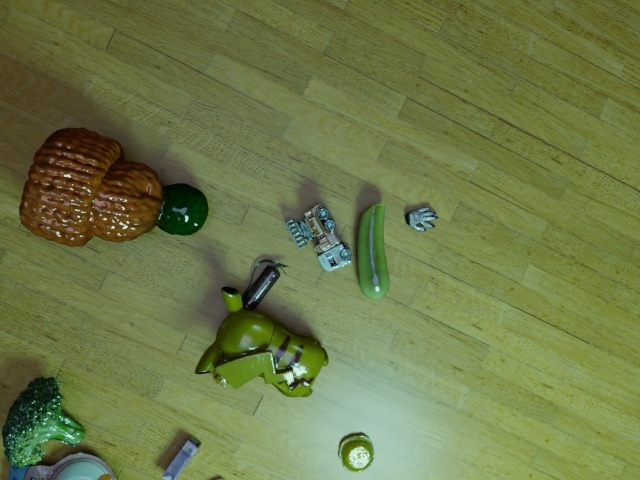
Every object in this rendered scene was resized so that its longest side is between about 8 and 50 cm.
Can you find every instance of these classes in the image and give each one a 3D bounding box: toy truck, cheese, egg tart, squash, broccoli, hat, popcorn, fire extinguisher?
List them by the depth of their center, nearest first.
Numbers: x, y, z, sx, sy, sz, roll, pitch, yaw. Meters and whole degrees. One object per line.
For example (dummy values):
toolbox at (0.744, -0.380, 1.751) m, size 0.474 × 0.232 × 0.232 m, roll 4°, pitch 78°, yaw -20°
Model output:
hat at (-0.487, -0.077, 1.384) m, size 0.400 × 0.285 × 0.285 m, roll 28°, pitch 89°, yaw -19°
broccoli at (-0.669, 0.453, 1.421) m, size 0.194 × 0.194 × 0.220 m, roll 27°, pitch 66°, yaw -5°
cheese at (-0.641, 0.623, 1.458) m, size 0.285 × 0.074 × 0.189 m, roll 10°, pitch 89°, yaw -3°
toy truck at (0.000, 0.000, 1.490) m, size 0.115 × 0.080 × 0.178 m, roll -30°, pitch 92°, yaw 2°
popcorn at (-0.239, 0.333, 1.490) m, size 0.082 × 0.057 × 0.083 m, roll -8°, pitch 89°, yaw -5°
fire extinguisher at (-0.153, 0.109, 1.499) m, size 0.078 × 0.045 × 0.157 m, roll 38°, pitch 89°, yaw 6°
squash at (0.136, 0.030, 1.505) m, size 0.083 × 0.083 × 0.250 m, roll -2°, pitch 88°, yaw -4°
egg tart at (0.098, 0.567, 1.531) m, size 0.105 × 0.039 × 0.105 m, roll 0°, pitch 92°, yaw -7°

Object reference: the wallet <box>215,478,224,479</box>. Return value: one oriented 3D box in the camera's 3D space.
wallet at (-0.262, 0.722, 1.500) m, size 0.124 × 0.032 × 0.183 m, roll -28°, pitch 84°, yaw -3°

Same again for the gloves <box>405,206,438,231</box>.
gloves at (0.269, -0.055, 1.537) m, size 0.086 × 0.026 × 0.064 m, roll -12°, pitch 94°, yaw -9°

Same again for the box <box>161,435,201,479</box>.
box at (-0.356, 0.564, 1.489) m, size 0.036 × 0.050 × 0.117 m, roll 35°, pitch 90°, yaw 3°

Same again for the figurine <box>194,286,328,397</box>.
figurine at (-0.146, 0.279, 1.436) m, size 0.326 × 0.169 × 0.218 m, roll 28°, pitch 80°, yaw -7°
